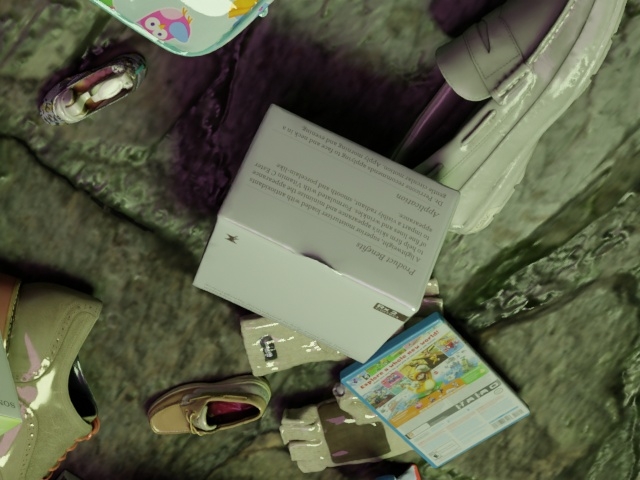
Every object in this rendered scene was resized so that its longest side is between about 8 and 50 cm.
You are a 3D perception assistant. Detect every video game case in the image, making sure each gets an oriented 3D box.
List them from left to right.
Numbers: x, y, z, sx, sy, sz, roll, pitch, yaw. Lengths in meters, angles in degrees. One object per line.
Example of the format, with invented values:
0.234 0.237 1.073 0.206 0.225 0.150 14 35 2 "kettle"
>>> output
0.115 0.151 1.320 0.119 0.015 0.166 -33 123 18 "video game case"

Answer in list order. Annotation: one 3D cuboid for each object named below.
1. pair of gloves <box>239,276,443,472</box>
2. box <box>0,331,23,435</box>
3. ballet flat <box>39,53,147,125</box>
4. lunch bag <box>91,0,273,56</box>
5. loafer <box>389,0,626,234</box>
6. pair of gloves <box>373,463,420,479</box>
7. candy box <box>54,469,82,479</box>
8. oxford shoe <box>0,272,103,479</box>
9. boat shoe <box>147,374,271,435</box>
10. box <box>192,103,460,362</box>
0.042 0.134 1.334 0.204 0.042 0.240 -17 126 6 "pair of gloves"
-0.439 0.137 1.264 0.322 0.232 0.058 -32 153 21 "box"
-0.207 -0.131 1.189 0.114 0.041 0.041 -26 117 18 "ballet flat"
-0.089 -0.286 1.037 0.224 0.108 0.279 29 123 -34 "lunch bag"
0.153 -0.141 1.124 0.111 0.112 0.319 18 121 -18 "loafer"
0.062 0.330 1.374 0.023 0.159 0.198 12 105 24 "pair of gloves"
-0.291 0.382 1.487 0.159 0.071 0.233 35 116 -17 "candy box"
-0.290 0.205 1.333 0.130 0.123 0.348 8 113 -8 "oxford shoe"
-0.117 0.174 1.366 0.135 0.045 0.050 -19 118 13 "boat shoe"
0.000 0.000 1.155 0.181 0.119 0.182 25 157 -3 "box"
